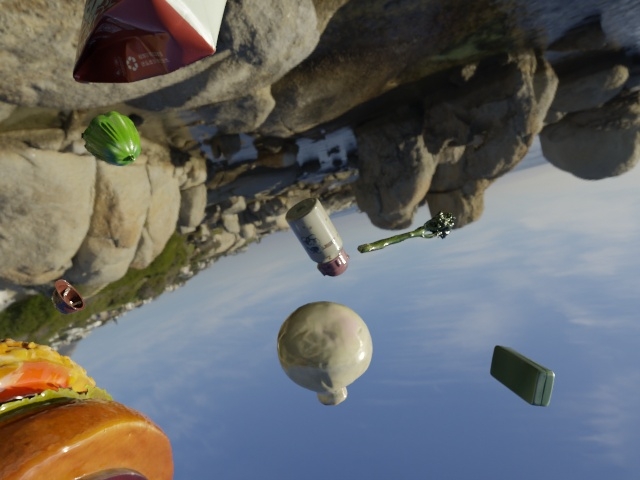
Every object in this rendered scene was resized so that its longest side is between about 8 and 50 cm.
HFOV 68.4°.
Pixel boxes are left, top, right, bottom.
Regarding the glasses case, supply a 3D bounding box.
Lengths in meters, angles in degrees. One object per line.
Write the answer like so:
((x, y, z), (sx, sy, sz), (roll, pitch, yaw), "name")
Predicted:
((0.440, 0.294, 1.043), (0.039, 0.078, 0.184), (9, -177, -8), "glasses case")

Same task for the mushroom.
((0.020, 0.375, 1.541), (0.314, 0.357, 0.315), (-14, 172, -2), "mushroom")

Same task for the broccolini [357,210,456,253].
((0.202, -0.007, 1.043), (0.254, 0.072, 0.057), (-19, -172, -26), "broccolini")

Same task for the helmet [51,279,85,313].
((-0.758, 0.176, 1.391), (0.057, 0.111, 0.089), (-37, -176, 6), "helmet")

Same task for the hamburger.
((-0.323, 0.266, 0.444), (0.249, 0.331, 0.330), (18, -164, 23), "hamburger")

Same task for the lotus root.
((-0.683, -0.319, 1.605), (0.186, 0.186, 0.186), (-14, -178, 1), "lotus root")

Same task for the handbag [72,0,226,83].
((-0.312, -0.369, 0.786), (0.297, 0.171, 0.151), (-9, 152, 30), "handbag")

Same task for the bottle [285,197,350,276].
((0.000, 0.000, 1.337), (0.109, 0.233, 0.110), (-25, -154, 13), "bottle")
